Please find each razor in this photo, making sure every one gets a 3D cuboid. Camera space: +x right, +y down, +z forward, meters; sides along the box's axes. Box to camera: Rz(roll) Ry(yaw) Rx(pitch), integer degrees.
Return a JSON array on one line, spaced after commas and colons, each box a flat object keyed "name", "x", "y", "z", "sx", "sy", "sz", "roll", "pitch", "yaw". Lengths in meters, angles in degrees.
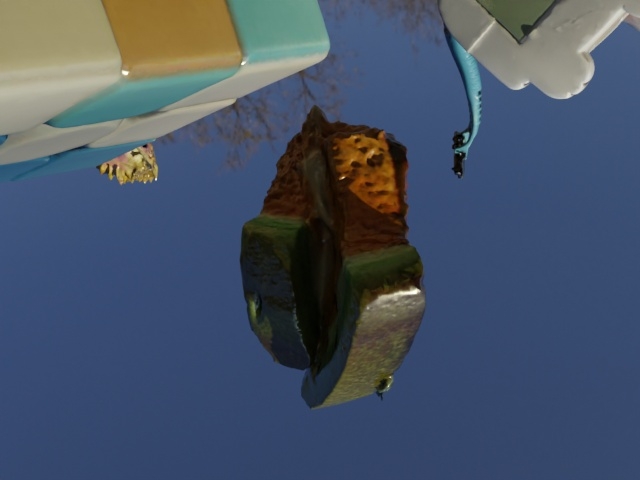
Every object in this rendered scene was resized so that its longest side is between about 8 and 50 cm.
[{"name": "razor", "x": 0.164, "y": -0.196, "z": 0.994, "sx": 0.042, "sy": 0.253, "sz": 0.082, "roll": -2, "pitch": -138, "yaw": 14}]

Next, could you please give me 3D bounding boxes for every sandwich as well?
[{"name": "sandwich", "x": 0.000, "y": 0.000, "z": 0.860, "sx": 0.161, "sy": 0.250, "sz": 0.301, "roll": 3, "pitch": -117, "yaw": -13}]

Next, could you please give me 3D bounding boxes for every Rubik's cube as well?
[{"name": "Rubik's cube", "x": -0.257, "y": -0.232, "z": 0.654, "sx": 0.346, "sy": 0.345, "sz": 0.346, "roll": -17, "pitch": -178, "yaw": 40}]

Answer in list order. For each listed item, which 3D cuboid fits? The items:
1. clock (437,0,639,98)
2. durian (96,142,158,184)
[{"name": "clock", "x": 0.236, "y": -0.243, "z": 0.725, "sx": 0.188, "sy": 0.189, "sz": 0.254, "roll": 24, "pitch": -145, "yaw": 29}, {"name": "durian", "x": -0.363, "y": -0.212, "z": 1.243, "sx": 0.112, "sy": 0.341, "sz": 0.191, "roll": -40, "pitch": -161, "yaw": 5}]
